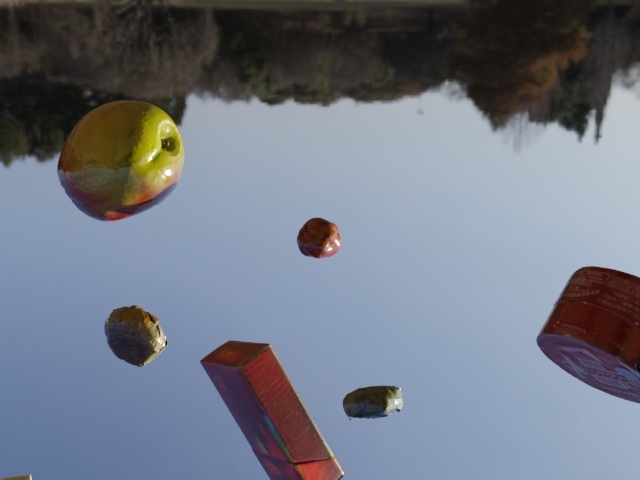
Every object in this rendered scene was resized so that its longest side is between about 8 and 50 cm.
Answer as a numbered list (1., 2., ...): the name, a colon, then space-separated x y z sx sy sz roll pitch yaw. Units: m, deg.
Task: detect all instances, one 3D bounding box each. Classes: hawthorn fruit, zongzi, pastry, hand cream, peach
1. hawthorn fruit: 0.000 0.000 1.659 0.093 0.093 0.093 -1 -166 0
2. zongzi: 0.076 0.281 1.428 0.109 0.055 0.119 -12 176 19
3. pastry: -0.422 0.217 1.904 0.153 0.153 0.081 9 -149 33
4. hand cream: 0.490 0.156 1.393 0.230 0.149 0.230 28 165 8
5. peach: -0.366 -0.145 1.544 0.231 0.231 0.231 -1 -166 0

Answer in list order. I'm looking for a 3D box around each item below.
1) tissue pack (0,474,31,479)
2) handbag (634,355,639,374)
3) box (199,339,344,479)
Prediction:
1. tissue pack: -0.519 0.445 1.433 0.056 0.108 0.023 -5 -140 -15
2. handbag: 0.529 0.114 0.929 0.152 0.288 0.342 0 -151 -23
3. box: -0.099 0.352 1.665 0.089 0.313 0.197 -35 -167 -28
